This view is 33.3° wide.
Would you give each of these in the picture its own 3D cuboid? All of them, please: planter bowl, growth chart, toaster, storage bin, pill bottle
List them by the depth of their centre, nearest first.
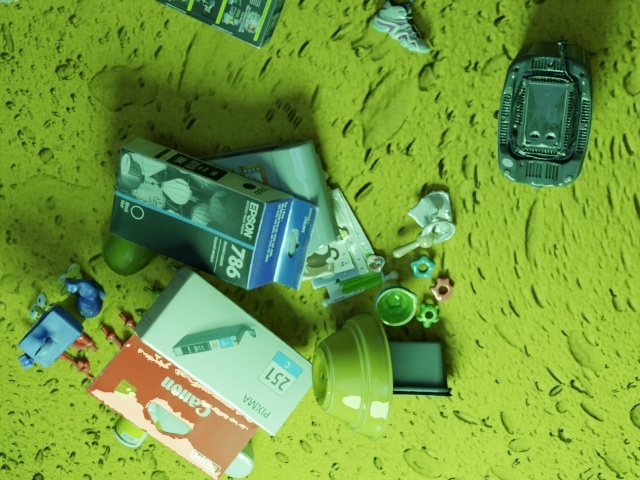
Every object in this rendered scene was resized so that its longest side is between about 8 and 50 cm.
[{"bbox_3d":[0.326,-0.196,1.543,0.129,0.146,0.227,5,113,12],"label":"toaster"},{"bbox_3d":[0.040,0.220,1.741,0.090,0.217,0.217,-1,114,-17],"label":"planter bowl"},{"bbox_3d":[0.000,0.000,1.782,0.172,0.021,0.237,-29,101,25],"label":"growth chart"},{"bbox_3d":[0.154,0.214,1.794,0.135,0.098,0.091,1,84,15],"label":"storage bin"},{"bbox_3d":[-0.329,0.321,1.976,0.065,0.065,0.116,36,116,-1],"label":"pill bottle"}]

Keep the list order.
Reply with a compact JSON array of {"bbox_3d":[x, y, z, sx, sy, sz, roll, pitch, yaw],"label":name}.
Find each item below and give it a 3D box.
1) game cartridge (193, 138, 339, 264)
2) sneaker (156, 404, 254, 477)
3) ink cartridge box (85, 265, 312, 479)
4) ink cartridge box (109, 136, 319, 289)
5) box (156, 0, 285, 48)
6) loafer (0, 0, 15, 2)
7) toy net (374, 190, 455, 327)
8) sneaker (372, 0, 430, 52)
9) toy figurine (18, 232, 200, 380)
[{"bbox_3d":[-0.124,-0.050,1.759,0.297,0.062,0.198,-8,105,25],"label":"game cartridge"},{"bbox_3d":[-0.206,0.338,1.931,0.212,0.094,0.080,43,110,-14],"label":"sneaker"},{"bbox_3d":[-0.187,0.231,1.761,0.296,0.066,0.261,40,85,-23],"label":"ink cartridge box"},{"bbox_3d":[-0.176,-0.034,1.723,0.332,0.065,0.165,20,118,13],"label":"ink cartridge box"},{"bbox_3d":[-0.134,-0.457,1.613,0.216,0.060,0.270,24,116,4],"label":"box"},{"bbox_3d":[-0.502,-0.424,1.708,0.268,0.092,0.102,-17,107,21],"label":"loafer"},{"bbox_3d":[0.173,0.035,1.725,0.122,0.045,0.232,17,110,-7],"label":"toy net"},{"bbox_3d":[0.132,-0.328,1.603,0.098,0.038,0.069,30,117,2],"label":"sneaker"},{"bbox_3d":[-0.402,0.144,1.841,0.362,0.217,0.191,-39,97,26],"label":"toy figurine"}]
